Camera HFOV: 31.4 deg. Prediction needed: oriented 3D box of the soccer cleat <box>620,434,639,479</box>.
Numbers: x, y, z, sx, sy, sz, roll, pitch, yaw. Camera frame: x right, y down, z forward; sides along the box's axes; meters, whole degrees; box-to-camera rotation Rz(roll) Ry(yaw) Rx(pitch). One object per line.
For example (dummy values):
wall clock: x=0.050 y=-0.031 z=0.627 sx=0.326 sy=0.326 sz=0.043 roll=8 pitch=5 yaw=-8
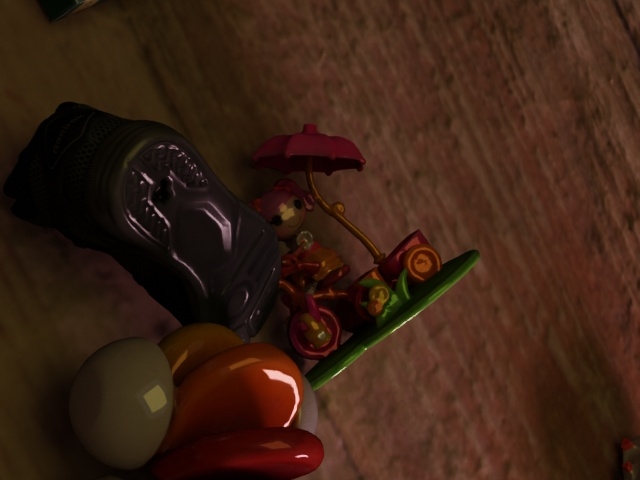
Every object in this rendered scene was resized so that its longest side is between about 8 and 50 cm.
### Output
soccer cleat: x=0.297 y=0.264 z=1.026 sx=0.076 sy=0.068 sz=0.196 roll=46 pitch=47 yaw=-27

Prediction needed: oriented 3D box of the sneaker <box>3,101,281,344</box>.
sneaker: x=-0.108 y=-0.011 z=0.712 sx=0.087 sy=0.130 sz=0.227 roll=-57 pitch=147 yaw=-13

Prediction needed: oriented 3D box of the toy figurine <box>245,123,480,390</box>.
toy figurine: x=0.000 y=0.000 z=0.817 sx=0.173 sy=0.130 sz=0.159 roll=-38 pitch=90 yaw=-19

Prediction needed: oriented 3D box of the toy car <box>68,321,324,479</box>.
toy car: x=-0.058 y=0.141 z=0.656 sx=0.159 sy=0.136 sz=0.182 roll=12 pitch=87 yaw=-42

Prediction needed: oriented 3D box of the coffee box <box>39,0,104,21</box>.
coffee box: x=-0.175 y=-0.246 z=0.754 sx=0.113 sy=0.040 sz=0.184 roll=-39 pitch=103 yaw=-43
